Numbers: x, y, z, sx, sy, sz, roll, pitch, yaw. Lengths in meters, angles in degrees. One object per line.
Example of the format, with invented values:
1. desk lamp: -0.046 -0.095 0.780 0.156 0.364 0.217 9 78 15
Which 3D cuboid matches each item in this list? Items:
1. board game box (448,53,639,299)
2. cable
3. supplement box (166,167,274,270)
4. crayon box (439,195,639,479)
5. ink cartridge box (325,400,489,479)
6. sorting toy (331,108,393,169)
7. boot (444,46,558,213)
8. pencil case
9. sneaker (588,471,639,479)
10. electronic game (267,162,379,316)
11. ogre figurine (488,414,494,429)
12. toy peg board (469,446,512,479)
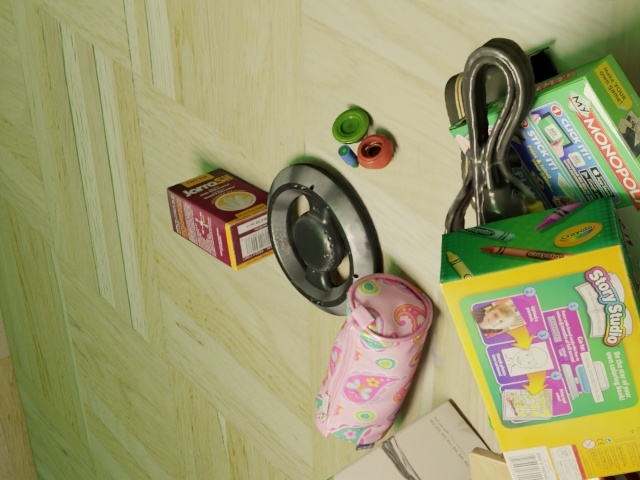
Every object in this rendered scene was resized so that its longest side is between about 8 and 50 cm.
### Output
1. board game box: 0.280 -0.010 1.143 0.317 0.046 0.213 55 152 -10
2. cable: 0.174 -0.066 1.143 0.139 0.072 0.287 18 128 46
3. supplement box: -0.144 -0.036 1.832 0.188 0.104 0.081 29 134 47
4. crayon box: 0.232 0.106 1.133 0.165 0.081 0.278 -13 121 16
5. ink cartridge box: 0.082 0.360 1.589 0.115 0.273 0.198 50 148 21
6. sorting toy: 0.054 -0.119 1.509 0.102 0.061 0.042 51 -177 36
7. boot: 0.212 -0.096 1.242 0.137 0.077 0.198 -15 100 55
8. pencil case: 0.067 0.171 1.628 0.124 0.124 0.284 50 146 26
9. sneaker: 0.264 0.247 1.319 0.128 0.087 0.221 -56 35 31
10. electronic game: 0.000 0.000 1.679 0.229 0.048 0.229 30 133 40
11. ogre figurine: 0.233 0.108 1.288 0.097 0.197 0.118 45 135 -12
12. toy peg board: 0.279 0.327 1.463 0.161 0.079 0.161 11 123 37
